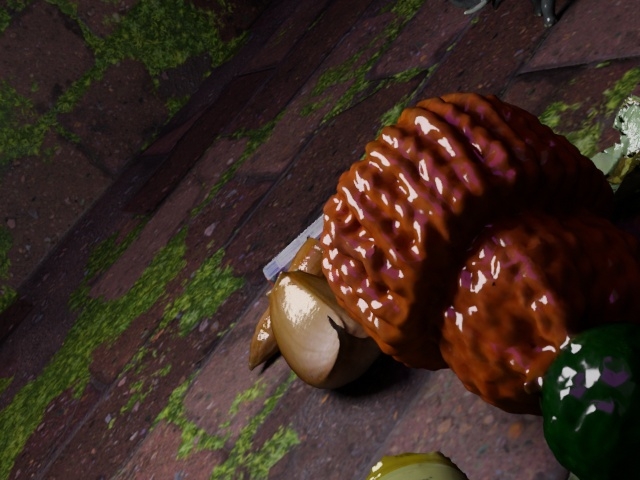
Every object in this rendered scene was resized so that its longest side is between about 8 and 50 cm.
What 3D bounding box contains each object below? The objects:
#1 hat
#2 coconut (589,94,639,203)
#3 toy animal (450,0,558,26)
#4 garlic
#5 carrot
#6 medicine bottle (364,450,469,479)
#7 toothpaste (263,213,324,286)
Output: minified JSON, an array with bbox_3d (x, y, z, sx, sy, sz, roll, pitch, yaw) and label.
[{"bbox_3d":[0.203,0.032,0.821,0.285,0.285,0.400,-48,43,-8],"label":"hat"},{"bbox_3d":[0.320,-0.080,1.014,0.158,0.055,0.133,-43,25,7],"label":"coconut"},{"bbox_3d":[0.323,-0.396,1.425,0.270,0.137,0.082,-30,30,12],"label":"toy animal"},{"bbox_3d":[0.020,0.113,1.116,0.115,0.128,0.207,-6,16,-24],"label":"garlic"},{"bbox_3d":[-0.044,0.095,1.305,0.205,0.072,0.072,-57,26,-12],"label":"carrot"},{"bbox_3d":[0.098,0.269,0.731,0.124,0.124,0.239,-42,23,6],"label":"medicine bottle"},{"bbox_3d":[0.000,0.000,1.398,0.196,0.047,0.040,-42,21,5],"label":"toothpaste"}]
